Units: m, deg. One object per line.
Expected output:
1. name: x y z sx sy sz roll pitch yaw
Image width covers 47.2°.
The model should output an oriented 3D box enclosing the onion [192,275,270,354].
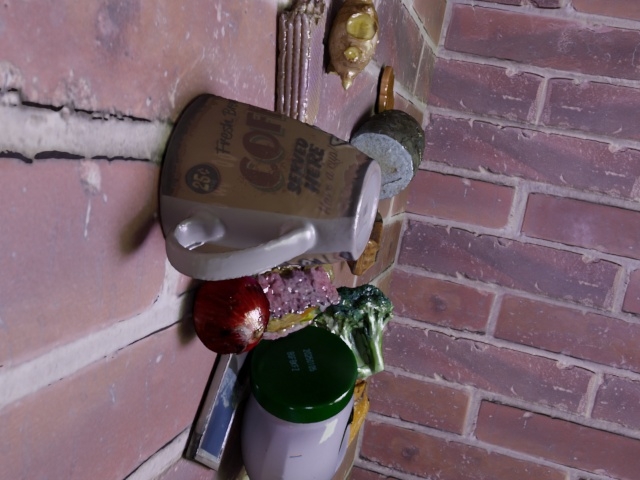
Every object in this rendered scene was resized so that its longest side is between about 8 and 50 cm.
1. onion: -0.138 0.113 1.129 0.131 0.131 0.131 12 90 -77

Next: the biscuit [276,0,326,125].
1. biscuit: -0.035 -0.304 1.295 0.108 0.062 0.238 -63 162 -54

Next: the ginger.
1. ginger: 0.066 -0.417 1.533 0.157 0.102 0.216 153 -51 -76

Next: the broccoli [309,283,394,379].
1. broccoli: 0.069 0.235 1.843 0.265 0.295 0.245 3 60 -48

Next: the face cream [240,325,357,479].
1. face cream: -0.046 0.366 1.513 0.312 0.220 0.356 -63 164 -47

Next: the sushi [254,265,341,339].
1. sushi: -0.085 0.116 1.318 0.241 0.107 0.161 -12 156 -46

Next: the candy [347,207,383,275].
1. candy: 0.142 -0.018 2.251 0.271 0.101 0.143 -67 171 -58

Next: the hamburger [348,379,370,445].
1. hamburger: 0.021 0.473 1.964 0.314 0.170 0.289 -55 167 -23

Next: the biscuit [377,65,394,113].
1. biscuit: 0.200 -0.433 2.237 0.236 0.040 0.143 77 21 -58

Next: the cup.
1. cup: -0.069 -0.048 0.967 0.301 0.257 0.227 -59 156 -49

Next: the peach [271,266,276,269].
1. peach: -0.086 0.015 1.340 0.083 0.083 0.083 12 90 -77

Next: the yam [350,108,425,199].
1. yam: 0.191 -0.247 2.056 0.271 0.202 0.202 -68 166 -61

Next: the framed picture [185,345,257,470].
1. framed picture: -0.176 0.284 1.344 0.189 0.023 0.259 80 25 -66

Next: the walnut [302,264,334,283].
1. walnut: -0.006 0.083 1.752 0.092 0.092 0.092 12 90 -77
